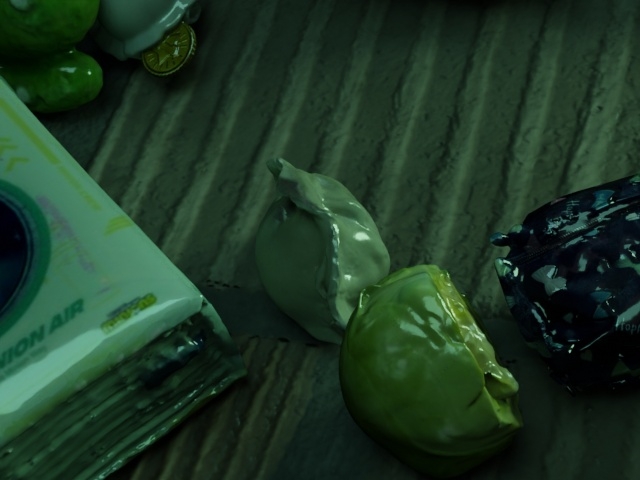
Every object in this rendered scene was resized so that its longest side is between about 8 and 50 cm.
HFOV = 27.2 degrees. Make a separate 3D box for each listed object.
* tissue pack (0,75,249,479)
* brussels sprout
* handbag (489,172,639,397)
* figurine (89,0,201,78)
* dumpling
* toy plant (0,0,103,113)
[{"bbox_3d":[-0.294,0.048,1.121,0.287,0.162,0.388,-36,54,-15],"label":"tissue pack"},{"bbox_3d":[0.073,0.101,0.991,0.122,0.149,0.151,-36,36,9],"label":"brussels sprout"},{"bbox_3d":[0.269,0.018,1.011,0.260,0.113,0.162,-18,57,2],"label":"handbag"},{"bbox_3d":[-0.200,-0.278,1.339,0.143,0.143,0.271,-24,53,-2],"label":"figurine"},{"bbox_3d":[0.000,0.000,1.091,0.108,0.127,0.188,-13,48,-10],"label":"dumpling"},{"bbox_3d":[-0.355,-0.246,1.324,0.316,0.224,0.184,8,25,21],"label":"toy plant"}]
